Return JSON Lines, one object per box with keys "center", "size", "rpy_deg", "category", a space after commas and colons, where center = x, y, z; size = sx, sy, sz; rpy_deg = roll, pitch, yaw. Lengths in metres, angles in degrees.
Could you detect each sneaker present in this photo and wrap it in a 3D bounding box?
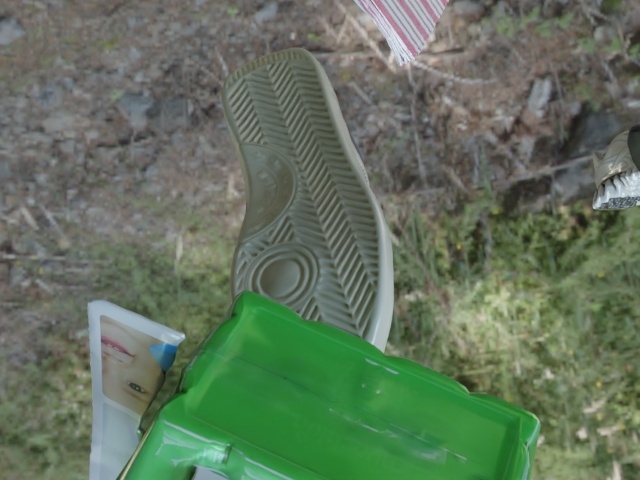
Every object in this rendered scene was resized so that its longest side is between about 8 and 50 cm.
{"center": [0.547, -0.143, 1.543], "size": [0.110, 0.118, 0.292], "rpy_deg": [0, 165, -17], "category": "sneaker"}
{"center": [0.000, 0.000, 0.771], "size": [0.131, 0.350, 0.148], "rpy_deg": [-14, 143, 10], "category": "sneaker"}

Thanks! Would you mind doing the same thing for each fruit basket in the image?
{"center": [-0.014, 0.218, 0.581], "size": [0.327, 0.165, 0.353], "rpy_deg": [23, 128, 8], "category": "fruit basket"}

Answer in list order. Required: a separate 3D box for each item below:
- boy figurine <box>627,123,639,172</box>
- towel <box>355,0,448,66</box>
{"center": [0.334, -0.084, 0.562], "size": [0.285, 0.177, 0.092], "rpy_deg": [-28, -158, -8], "category": "boy figurine"}
{"center": [0.124, -0.376, 1.411], "size": [0.029, 0.197, 0.144], "rpy_deg": [-18, 121, 41], "category": "towel"}
